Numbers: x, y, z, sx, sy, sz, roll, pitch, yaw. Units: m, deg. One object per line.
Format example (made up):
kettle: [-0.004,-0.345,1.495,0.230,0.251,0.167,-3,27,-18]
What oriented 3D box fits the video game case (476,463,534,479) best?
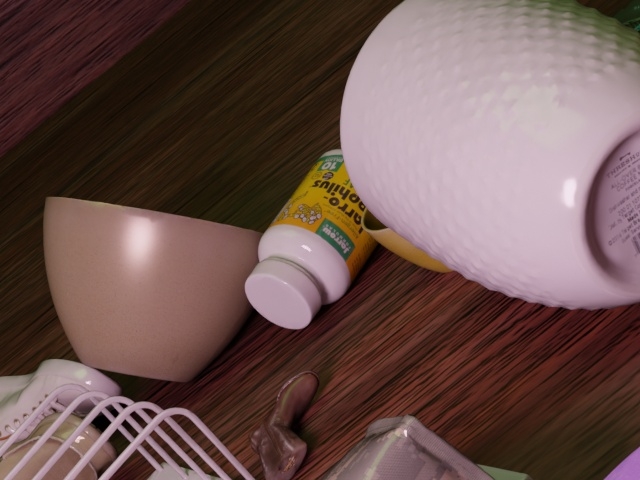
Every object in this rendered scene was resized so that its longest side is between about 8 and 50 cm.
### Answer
video game case: [0.092,0.251,1.449,0.157,0.019,0.143,-48,22,-20]

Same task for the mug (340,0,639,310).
mug: [0.253,-0.097,1.578,0.374,0.276,0.328,-23,27,-18]

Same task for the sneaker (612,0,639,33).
sneaker: [0.267,-0.150,1.825,0.341,0.125,0.140,-29,28,33]

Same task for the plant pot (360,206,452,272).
plant pot: [0.125,-0.021,1.841,0.134,0.095,0.134,-34,21,15]

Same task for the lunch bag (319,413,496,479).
lunch bag: [0.024,0.271,1.282,0.235,0.169,0.287,-53,4,-13]

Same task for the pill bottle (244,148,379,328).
pill bottle: [0.000,0.000,1.981,0.117,0.117,0.208,-15,31,48]

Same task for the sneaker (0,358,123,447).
sneaker: [-0.349,0.230,2.163,0.290,0.106,0.123,-20,43,52]

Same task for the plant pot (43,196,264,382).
plant pot: [-0.204,0.066,2.048,0.284,0.284,0.191,3,82,61]

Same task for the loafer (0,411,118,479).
loafer: [-0.333,0.281,2.015,0.268,0.102,0.092,-31,22,47]

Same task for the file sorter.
file sorter: [-0.204,0.265,1.712,0.193,0.173,0.277,-49,23,-21]

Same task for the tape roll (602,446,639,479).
tape roll: [0.278,0.218,1.104,0.275,0.090,0.275,-34,21,15]

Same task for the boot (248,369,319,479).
boot: [-0.027,0.191,1.749,0.106,0.037,0.114,-53,17,3]
